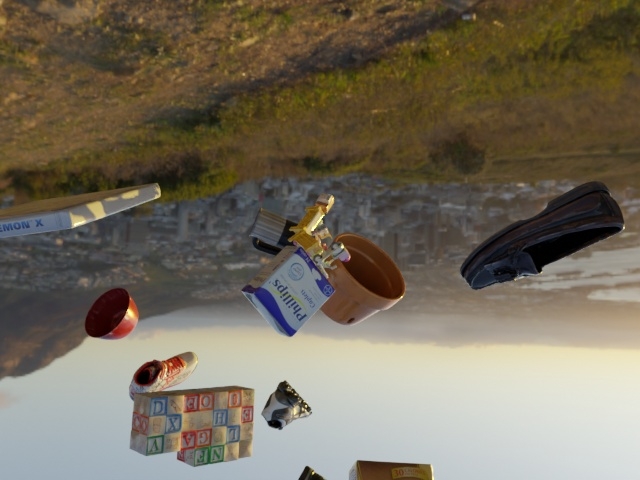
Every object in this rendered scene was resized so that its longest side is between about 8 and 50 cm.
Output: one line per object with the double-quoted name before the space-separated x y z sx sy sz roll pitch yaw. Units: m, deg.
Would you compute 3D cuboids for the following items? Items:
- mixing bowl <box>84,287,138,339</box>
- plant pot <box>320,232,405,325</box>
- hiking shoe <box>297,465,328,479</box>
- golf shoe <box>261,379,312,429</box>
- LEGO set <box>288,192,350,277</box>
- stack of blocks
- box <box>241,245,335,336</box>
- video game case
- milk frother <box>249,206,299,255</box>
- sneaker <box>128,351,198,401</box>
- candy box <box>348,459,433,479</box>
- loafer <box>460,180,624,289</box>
"mixing bowl" -0.670 0.257 1.836 0.181 0.182 0.098 -3 145 28
"plant pot" 0.110 0.148 1.867 0.290 0.291 0.203 9 131 -41
"hiking shoe" -0.013 0.870 1.899 0.132 0.113 0.304 27 154 19
"golf shoe" -0.080 0.367 1.217 0.077 0.094 0.198 39 167 28
"LEGO set" 0.000 0.000 1.389 0.132 0.107 0.287 -24 -150 9
"stack of blocks" -0.306 0.455 1.366 0.297 0.171 0.087 10 169 -43
"box" -0.063 0.100 1.114 0.126 0.137 0.072 52 157 -20
"video game case" -0.511 -0.055 1.059 0.299 0.036 0.329 -7 -168 11
"milk frother" -0.126 0.004 1.497 0.134 0.129 0.143 22 -159 -9
"sneaker" -0.528 0.447 1.918 0.270 0.090 0.145 -28 158 -36
"candy box" 0.163 0.653 1.208 0.182 0.317 0.088 7 141 -10
"loafer" 0.390 0.013 1.005 0.302 0.095 0.109 -38 138 27
